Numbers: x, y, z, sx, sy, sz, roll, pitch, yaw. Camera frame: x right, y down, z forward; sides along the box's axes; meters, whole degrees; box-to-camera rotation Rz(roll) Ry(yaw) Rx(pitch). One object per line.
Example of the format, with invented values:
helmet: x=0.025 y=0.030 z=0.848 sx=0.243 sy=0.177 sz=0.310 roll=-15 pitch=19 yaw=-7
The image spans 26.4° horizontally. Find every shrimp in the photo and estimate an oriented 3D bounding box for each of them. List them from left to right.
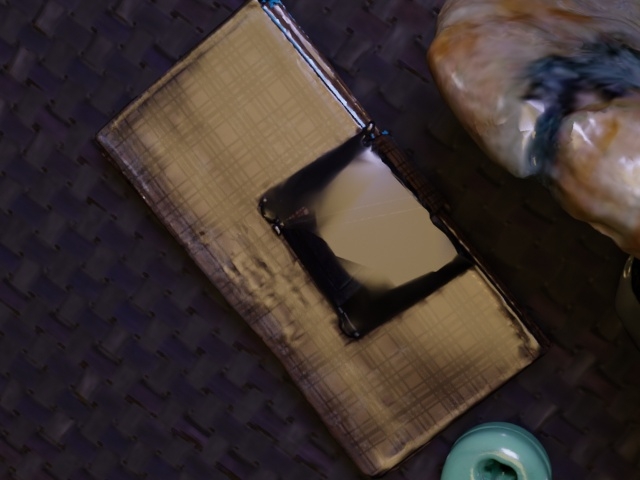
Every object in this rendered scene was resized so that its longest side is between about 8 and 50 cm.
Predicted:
shrimp: x=0.219 y=-0.045 z=0.546 sx=0.360 sy=0.247 sz=0.085 roll=13 pitch=126 yaw=-2

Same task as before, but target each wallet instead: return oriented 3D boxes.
wallet: x=0.000 y=0.000 z=0.687 sx=0.124 sy=0.042 sz=0.230 roll=-39 pitch=89 yaw=18

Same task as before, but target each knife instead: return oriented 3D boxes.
knife: x=0.045 y=0.207 z=0.724 sx=0.063 sy=0.034 sz=0.260 roll=28 pitch=108 yaw=9

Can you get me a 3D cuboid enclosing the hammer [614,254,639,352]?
hammer: x=0.272 y=0.185 z=0.604 sx=0.095 sy=0.242 sz=0.409 roll=-31 pitch=110 yaw=13
